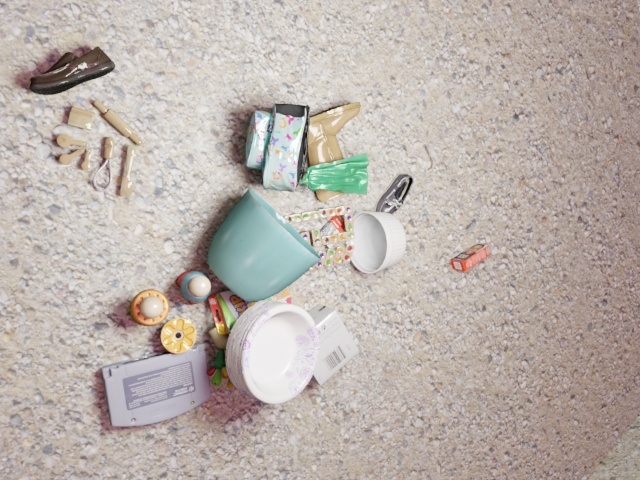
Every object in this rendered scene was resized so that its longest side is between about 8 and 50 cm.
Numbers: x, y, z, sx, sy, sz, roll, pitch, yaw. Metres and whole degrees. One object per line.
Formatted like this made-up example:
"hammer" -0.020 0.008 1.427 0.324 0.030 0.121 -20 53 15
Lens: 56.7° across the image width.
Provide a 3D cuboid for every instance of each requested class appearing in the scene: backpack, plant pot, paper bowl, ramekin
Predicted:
"backpack" -0.125 -0.270 1.744 0.191 0.225 0.254 0 100 -7
"plant pot" -0.182 0.035 1.716 0.235 0.293 0.293 -46 116 3
"paper bowl" -0.150 0.315 1.712 0.284 0.148 0.284 -6 98 -44
"ramekin" 0.189 0.001 1.961 0.109 0.207 0.207 -7 99 -37

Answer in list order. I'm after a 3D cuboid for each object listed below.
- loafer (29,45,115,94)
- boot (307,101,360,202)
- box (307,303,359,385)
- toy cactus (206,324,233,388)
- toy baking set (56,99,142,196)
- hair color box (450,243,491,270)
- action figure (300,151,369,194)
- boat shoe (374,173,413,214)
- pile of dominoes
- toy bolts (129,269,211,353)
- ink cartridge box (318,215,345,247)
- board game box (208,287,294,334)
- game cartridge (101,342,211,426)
"loafer" -0.644 -0.438 1.522 0.220 0.080 0.078 -30 99 -29
"boot" 0.056 -0.289 1.922 0.236 0.089 0.270 -23 105 -12
"box" -0.002 0.336 1.932 0.181 0.119 0.182 -38 111 -20
"toy cactus" -0.272 0.331 1.791 0.219 0.112 0.180 -42 105 -27
"toy baking set" -0.584 -0.245 1.599 0.256 0.030 0.197 40 79 -26
"hair color box" 0.570 0.063 2.251 0.141 0.072 0.043 -29 108 -25
"action figure" 0.036 -0.200 1.852 0.232 0.063 0.137 -8 105 -20
"boat shoe" 0.255 -0.144 2.056 0.075 0.065 0.206 37 77 -27
"pile of dominoes" 0.000 0.000 1.913 0.251 0.040 0.196 -11 103 -15
"toy bolts" -0.387 0.191 1.659 0.228 0.158 0.218 -41 99 -21
"ink cartridge box" 0.044 -0.036 1.969 0.115 0.029 0.063 -46 114 -16
"board game box" -0.206 0.200 1.815 0.259 0.039 0.124 -11 74 -30
"game cartridge" -0.469 0.423 1.720 0.294 0.060 0.196 -10 97 -28
